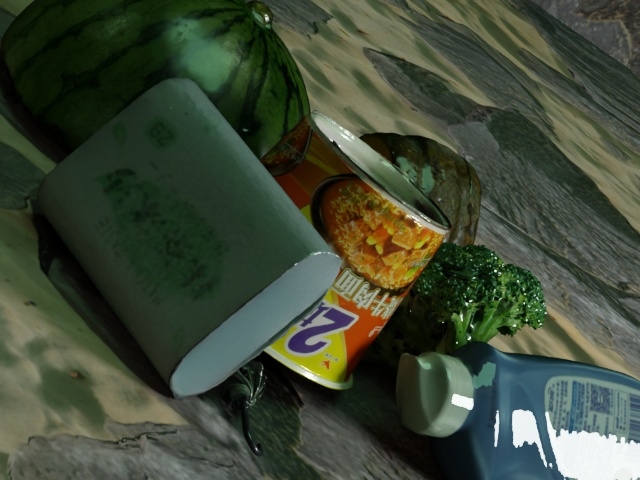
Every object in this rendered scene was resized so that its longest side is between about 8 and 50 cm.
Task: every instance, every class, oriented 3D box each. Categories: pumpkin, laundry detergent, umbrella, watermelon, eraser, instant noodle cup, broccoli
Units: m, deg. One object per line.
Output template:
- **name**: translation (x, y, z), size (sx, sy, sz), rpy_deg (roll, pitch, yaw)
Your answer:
- **pumpkin**: translation (0.077, -0.056, 1.953), size (0.131, 0.126, 0.248), rpy_deg (10, 15, -29)
- **laundry detergent**: translation (0.177, 0.166, 1.718), size (0.290, 0.143, 0.094), rpy_deg (18, -7, -36)
- **umbrella**: translation (-0.070, 0.091, 1.606), size (0.044, 0.044, 0.269), rpy_deg (58, 9, -31)
- **watermelon**: translation (-0.132, -0.158, 1.827), size (0.330, 0.189, 0.331), rpy_deg (28, 20, -11)
- **eraser**: translation (-0.112, -0.005, 1.562), size (0.227, 0.174, 0.081), rpy_deg (51, -3, 30)
- **instant noodle cup**: translation (0.000, 0.000, 1.666), size (0.213, 0.174, 0.213), rpy_deg (39, 10, -8)
- **broccoli**: translation (0.122, 0.071, 1.787), size (0.195, 0.195, 0.156), rpy_deg (18, 48, -41)
